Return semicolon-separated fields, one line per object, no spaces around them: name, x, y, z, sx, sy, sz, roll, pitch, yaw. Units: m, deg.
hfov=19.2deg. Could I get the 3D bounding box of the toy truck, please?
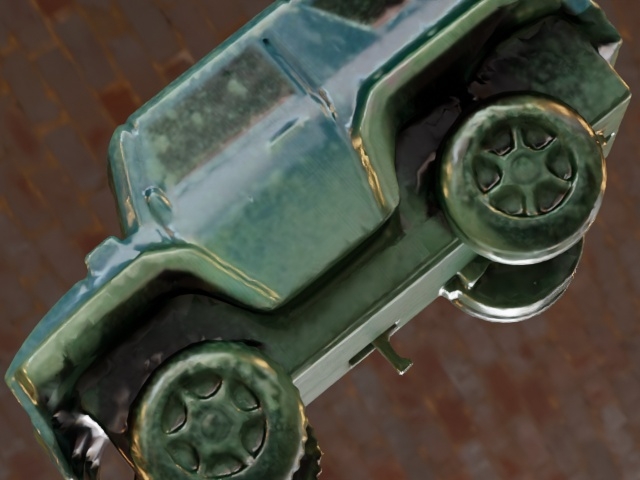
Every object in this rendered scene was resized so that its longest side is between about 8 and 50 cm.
toy truck;0.000;0.000;0.778;0.279;0.156;0.155;-39;-12;-6
